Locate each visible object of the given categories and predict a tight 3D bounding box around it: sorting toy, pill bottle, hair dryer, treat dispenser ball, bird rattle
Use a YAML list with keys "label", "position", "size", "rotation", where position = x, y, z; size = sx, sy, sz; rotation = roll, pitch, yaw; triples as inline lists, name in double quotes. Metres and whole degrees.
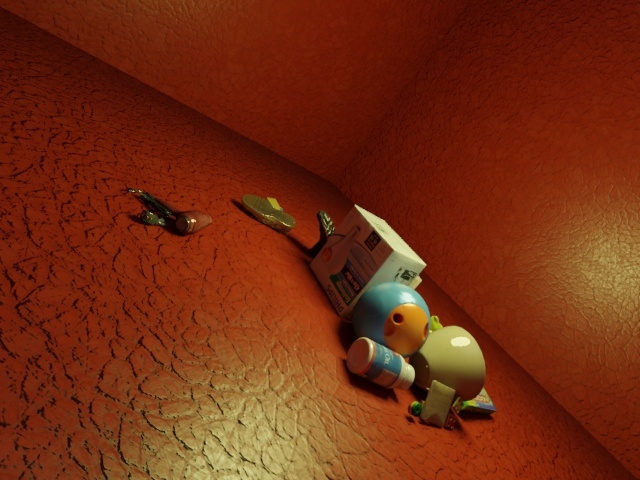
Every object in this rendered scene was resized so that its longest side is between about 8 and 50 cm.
- label: "sorting toy"
  position: [0.398, 0.560, 1.530]
  size: [0.274, 0.133, 0.046]
  rotation: [33, -15, -35]
- label: "pill bottle"
  position: [0.206, 0.420, 1.482]
  size: [0.221, 0.124, 0.124]
  rotation: [30, 17, -26]
- label: "hair dryer"
  position: [-0.491, -0.104, 1.510]
  size: [0.293, 0.080, 0.224]
  rotation: [24, 20, -44]
- label: "treat dispenser ball"
  position: [0.262, 0.299, 1.648]
  size: [0.288, 0.288, 0.288]
  rotation: [35, 15, -11]
- label: "bird rattle"
  position: [0.585, 0.477, 2.210]
  size: [0.253, 0.143, 0.207]
  rotation: [38, -2, -12]

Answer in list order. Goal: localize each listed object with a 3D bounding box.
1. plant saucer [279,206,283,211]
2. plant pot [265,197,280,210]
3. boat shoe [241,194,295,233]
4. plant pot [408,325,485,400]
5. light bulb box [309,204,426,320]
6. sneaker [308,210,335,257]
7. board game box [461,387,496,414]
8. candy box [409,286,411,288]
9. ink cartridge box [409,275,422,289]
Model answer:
- label: "plant saucer"
  position: [-0.227, -0.151, 2.384]
  size: [0.067, 0.018, 0.192]
  rotation: [33, 15, -20]
- label: "plant pot"
  position: [-0.251, -0.156, 2.232]
  size: [0.083, 0.081, 0.081]
  rotation: [53, 19, 16]
- label: "boat shoe"
  position: [-0.259, -0.117, 2.111]
  size: [0.285, 0.089, 0.105]
  rotation: [31, 42, -17]
- label: "plant pot"
  position: [0.447, 0.476, 1.676]
  size: [0.190, 0.284, 0.284]
  rotation: [-1, 34, -27]
- label: "light bulb box"
  position: [0.188, 0.109, 1.905]
  size: [0.225, 0.361, 0.358]
  rotation: [24, 20, -38]
- label: "sneaker"
  position: [0.000, 0.000, 2.142]
  size: [0.106, 0.162, 0.282]
  rotation: [-70, 139, -60]
- label: "board game box"
  position: [0.619, 0.620, 1.876]
  size: [0.317, 0.046, 0.214]
  rotation: [29, 28, -46]
- label: "candy box"
  position: [0.322, 0.252, 2.184]
  size: [0.233, 0.159, 0.071]
  rotation: [31, 15, -21]
- label: "ink cartridge box"
  position: [0.367, 0.182, 2.463]
  size: [0.370, 0.176, 0.069]
  rotation: [33, 15, -16]
